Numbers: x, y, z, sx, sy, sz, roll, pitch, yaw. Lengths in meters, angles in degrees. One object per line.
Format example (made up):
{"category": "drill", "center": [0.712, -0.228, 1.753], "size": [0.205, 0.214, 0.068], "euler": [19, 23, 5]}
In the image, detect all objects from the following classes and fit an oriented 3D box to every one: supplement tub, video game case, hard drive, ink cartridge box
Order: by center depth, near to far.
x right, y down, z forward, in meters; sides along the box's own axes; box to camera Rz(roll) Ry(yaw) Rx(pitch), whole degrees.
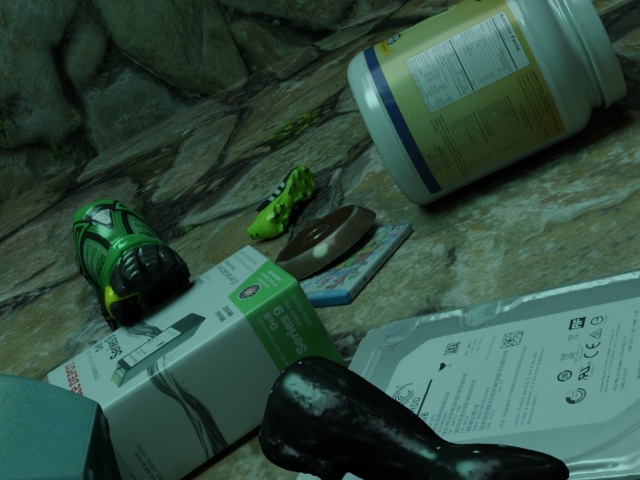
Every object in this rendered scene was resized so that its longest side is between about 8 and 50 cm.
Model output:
{"category": "hard drive", "center": [0.153, 0.132, 0.801], "size": [0.339, 0.064, 0.237], "euler": [-16, 27, 35]}
{"category": "ink cartridge box", "center": [-0.146, 0.146, 1.119], "size": [0.289, 0.121, 0.211], "euler": [-33, 19, -11]}
{"category": "video game case", "center": [0.035, 0.033, 1.314], "size": [0.119, 0.015, 0.166], "euler": [-9, 27, 44]}
{"category": "supplement tub", "center": [0.219, -0.207, 1.337], "size": [0.316, 0.228, 0.228], "euler": [-25, 19, 11]}

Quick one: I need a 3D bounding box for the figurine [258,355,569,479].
{"category": "figurine", "center": [0.025, 0.195, 0.628], "size": [0.209, 0.092, 0.215], "euler": [13, 65, 45]}

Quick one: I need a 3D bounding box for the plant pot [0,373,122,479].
{"category": "plant pot", "center": [-0.307, 0.259, 0.900], "size": [0.252, 0.247, 0.248], "euler": [-12, 19, -3]}

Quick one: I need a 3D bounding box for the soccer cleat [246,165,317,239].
{"category": "soccer cleat", "center": [-0.064, -0.064, 1.632], "size": [0.072, 0.060, 0.179], "euler": [-17, 25, 35]}

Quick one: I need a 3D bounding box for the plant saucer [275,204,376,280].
{"category": "plant saucer", "center": [0.000, 0.000, 1.389], "size": [0.168, 0.029, 0.168], "euler": [-33, 14, 9]}

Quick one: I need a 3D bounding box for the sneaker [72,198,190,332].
{"category": "sneaker", "center": [-0.235, 0.049, 1.299], "size": [0.134, 0.146, 0.343], "euler": [-30, -19, -17]}
